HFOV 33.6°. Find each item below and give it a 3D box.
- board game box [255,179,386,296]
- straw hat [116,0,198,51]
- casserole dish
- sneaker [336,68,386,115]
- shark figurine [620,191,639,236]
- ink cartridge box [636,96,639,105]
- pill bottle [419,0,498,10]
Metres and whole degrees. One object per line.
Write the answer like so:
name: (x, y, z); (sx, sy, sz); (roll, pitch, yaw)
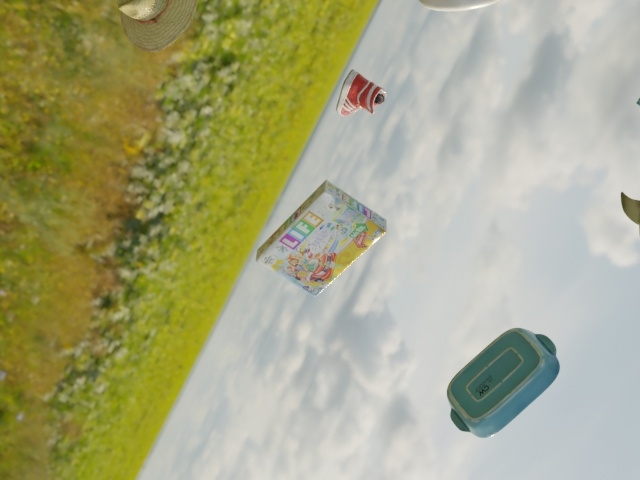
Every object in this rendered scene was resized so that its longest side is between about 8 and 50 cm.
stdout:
board game box: (0.000, 0.000, 1.411); (0.154, 0.103, 0.026); (-45, -156, 32)
straw hat: (-0.242, -0.333, 1.448); (0.061, 0.144, 0.145); (2, 120, -58)
casserole dish: (0.259, 0.201, 1.543); (0.188, 0.037, 0.114); (-43, -135, 5)
sneaker: (0.065, -0.216, 1.656); (0.042, 0.067, 0.118); (-57, 173, -19)
shark figurine: (0.535, -0.085, 1.546); (0.166, 0.116, 0.278); (-107, -159, -53)
ink cartridge box: (0.618, -0.273, 1.927); (0.083, 0.028, 0.048); (-61, -151, 17)
pill bottle: (0.173, -0.422, 1.352); (0.131, 0.131, 0.229); (-67, 149, -55)
